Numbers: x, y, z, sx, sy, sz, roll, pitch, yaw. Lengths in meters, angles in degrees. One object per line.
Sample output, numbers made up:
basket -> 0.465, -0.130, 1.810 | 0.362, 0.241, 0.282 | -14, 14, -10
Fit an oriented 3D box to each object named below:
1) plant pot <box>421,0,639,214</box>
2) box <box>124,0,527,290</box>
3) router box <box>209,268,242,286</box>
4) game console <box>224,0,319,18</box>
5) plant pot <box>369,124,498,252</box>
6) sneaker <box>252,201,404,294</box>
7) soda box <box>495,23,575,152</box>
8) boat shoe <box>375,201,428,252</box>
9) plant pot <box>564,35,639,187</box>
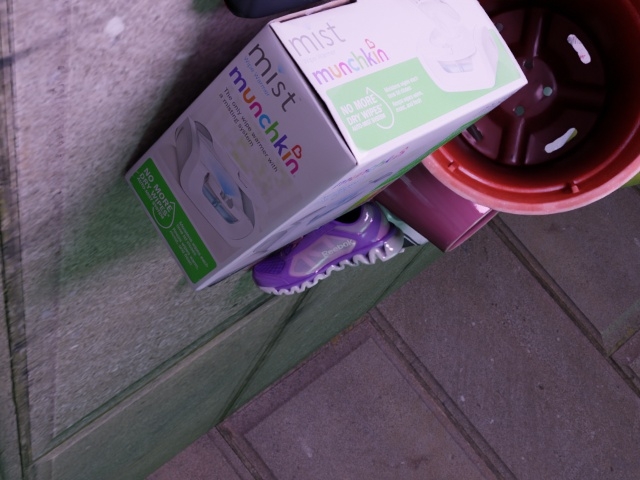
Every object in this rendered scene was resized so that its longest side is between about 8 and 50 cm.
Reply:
plant pot -> 0.226, -0.172, 1.010 | 0.272, 0.272, 0.265 | -41, 177, 11
box -> 0.006, -0.099, 0.793 | 0.262, 0.127, 0.231 | -29, 175, -47
router box -> -0.093, 0.000, 1.175 | 0.122, 0.038, 0.092 | -30, 167, -43
game console -> 0.125, -0.308, 0.573 | 0.342, 0.060, 0.386 | -32, 167, -37
plant pot -> 0.165, -0.091, 1.301 | 0.201, 0.180, 0.201 | -39, 170, -9
sneaker -> 0.000, 0.000, 1.391 | 0.236, 0.105, 0.095 | -21, -150, 8
soda box -> 0.286, -0.200, 1.289 | 0.091, 0.098, 0.286 | -53, 158, -5
boat shoe -> 0.103, -0.024, 1.566 | 0.105, 0.113, 0.306 | -35, 169, 16
plant pot -> 0.445, -0.252, 1.492 | 0.274, 0.275, 0.293 | -42, 153, 13
